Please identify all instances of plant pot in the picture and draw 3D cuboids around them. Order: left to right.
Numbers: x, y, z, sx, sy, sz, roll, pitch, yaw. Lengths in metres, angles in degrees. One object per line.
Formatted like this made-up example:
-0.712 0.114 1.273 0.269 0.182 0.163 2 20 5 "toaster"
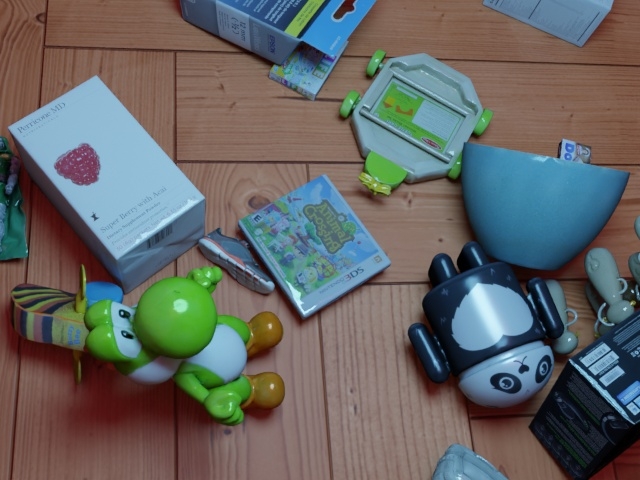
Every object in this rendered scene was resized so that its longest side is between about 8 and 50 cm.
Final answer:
0.381 -0.056 1.344 0.290 0.290 0.195 10 99 -5 "plant pot"

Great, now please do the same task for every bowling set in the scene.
0.550 0.103 1.326 0.200 0.287 0.154 22 43 -30 "bowling set"

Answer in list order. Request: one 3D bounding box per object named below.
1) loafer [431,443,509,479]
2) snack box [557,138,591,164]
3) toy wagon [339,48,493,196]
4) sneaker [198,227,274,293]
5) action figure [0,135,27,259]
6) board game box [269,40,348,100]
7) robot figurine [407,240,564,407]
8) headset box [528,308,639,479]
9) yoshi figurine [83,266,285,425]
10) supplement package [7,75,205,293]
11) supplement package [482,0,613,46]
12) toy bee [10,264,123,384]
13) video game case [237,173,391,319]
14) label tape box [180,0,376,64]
0.315 0.448 1.185 0.319 0.112 0.111 43 37 -3 "loafer"
0.506 -0.118 1.504 0.064 0.022 0.178 15 66 -2 "snack box"
0.170 -0.219 1.465 0.267 0.068 0.344 30 67 4 "toy wagon"
-0.137 0.029 1.313 0.158 0.061 0.065 36 60 6 "sneaker"
-0.565 -0.079 1.285 0.137 0.063 0.232 -1 64 -7 "action figure"
-0.023 -0.368 1.516 0.103 0.026 0.154 28 66 2 "board game box"
0.280 0.145 1.269 0.174 0.209 0.278 3 59 -53 "robot figurine"
0.496 0.243 1.217 0.246 0.283 0.131 -28 59 -20 "headset box"
-0.165 0.148 1.085 0.203 0.362 0.203 33 93 36 "yoshi figurine"
-0.354 -0.092 1.261 0.177 0.175 0.293 -38 78 -21 "supplement package"
0.503 -0.555 1.623 0.244 0.139 0.133 24 67 0 "supplement package"
-0.345 0.129 1.161 0.298 0.162 0.195 -12 113 1 "toy bee"
-0.011 0.006 1.331 0.193 0.023 0.212 -30 74 -21 "video game case"
-0.069 -0.485 1.491 0.348 0.115 0.249 29 65 9 "label tape box"
